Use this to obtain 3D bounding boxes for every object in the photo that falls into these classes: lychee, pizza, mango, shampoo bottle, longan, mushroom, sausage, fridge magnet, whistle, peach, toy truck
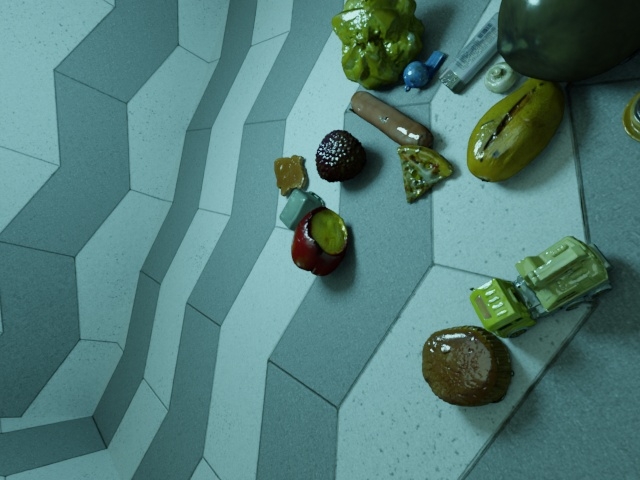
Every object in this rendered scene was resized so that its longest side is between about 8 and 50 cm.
[{"bbox_3d":[0.061,-0.284,1.422,0.188,0.188,0.188,-20,61,42],"label":"lychee"},{"bbox_3d":[0.280,-0.195,1.221,0.184,0.036,0.176,41,119,21],"label":"pizza"},{"bbox_3d":[0.475,-0.277,1.012,0.295,0.120,0.177,-58,42,14],"label":"mango"},{"bbox_3d":[0.449,-0.537,1.191,0.227,0.056,0.086,-47,48,25],"label":"shampoo bottle"},{"bbox_3d":[0.534,-0.490,0.870,0.319,0.319,0.319,-20,61,42],"label":"longan"},{"bbox_3d":[0.483,-0.439,1.108,0.083,0.067,0.084,-15,66,36],"label":"mushroom"},{"bbox_3d":[0.221,-0.397,1.359,0.419,0.094,0.094,52,153,44],"label":"sausage"},{"bbox_3d":[0.685,-0.258,0.818,0.143,0.063,0.143,-19,61,38],"label":"fridge magnet"},{"bbox_3d":[0.319,-0.546,1.318,0.158,0.090,0.090,-57,42,16],"label":"whistle"},{"bbox_3d":[0.000,0.000,1.379,0.190,0.196,0.226,23,96,16],"label":"peach"},{"bbox_3d":[0.450,0.097,0.866,0.272,0.157,0.124,-40,49,30],"label":"toy truck"}]

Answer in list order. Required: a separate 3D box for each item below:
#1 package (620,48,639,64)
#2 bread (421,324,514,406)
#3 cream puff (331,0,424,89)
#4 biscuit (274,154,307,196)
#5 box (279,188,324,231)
[{"bbox_3d":[0.702,-0.505,0.923,0.173,0.027,0.171,-44,47,34],"label":"package"},{"bbox_3d":[0.332,0.290,0.961,0.199,0.104,0.199,-18,65,43],"label":"bread"},{"bbox_3d":[0.168,-0.666,1.396,0.323,0.269,0.274,14,90,51],"label":"cream puff"},{"bbox_3d":[-0.132,-0.282,1.744,0.183,0.043,0.280,-57,38,9],"label":"biscuit"},{"bbox_3d":[-0.079,-0.111,1.577,0.124,0.093,0.172,43,107,47],"label":"box"}]
